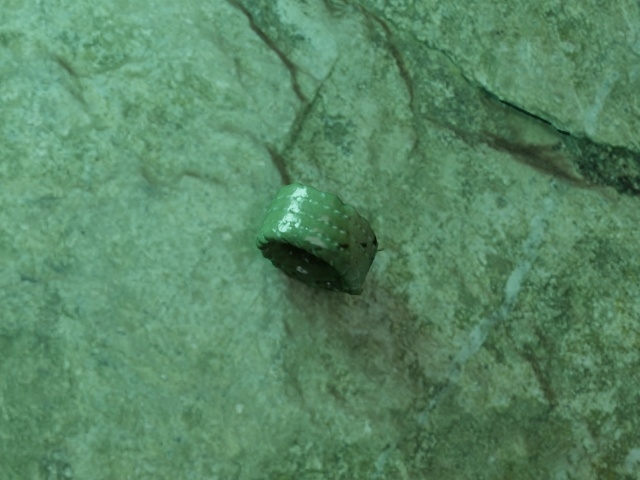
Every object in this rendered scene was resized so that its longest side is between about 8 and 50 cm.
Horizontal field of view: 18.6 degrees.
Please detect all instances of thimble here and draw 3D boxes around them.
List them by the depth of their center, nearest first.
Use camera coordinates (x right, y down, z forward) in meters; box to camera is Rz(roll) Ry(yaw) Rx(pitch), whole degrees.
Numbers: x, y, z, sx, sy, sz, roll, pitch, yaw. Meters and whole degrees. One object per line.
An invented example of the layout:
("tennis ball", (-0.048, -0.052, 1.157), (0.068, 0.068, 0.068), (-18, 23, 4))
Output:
("thimble", (0.000, 0.000, 1.752), (0.110, 0.084, 0.062), (29, 67, -14))
